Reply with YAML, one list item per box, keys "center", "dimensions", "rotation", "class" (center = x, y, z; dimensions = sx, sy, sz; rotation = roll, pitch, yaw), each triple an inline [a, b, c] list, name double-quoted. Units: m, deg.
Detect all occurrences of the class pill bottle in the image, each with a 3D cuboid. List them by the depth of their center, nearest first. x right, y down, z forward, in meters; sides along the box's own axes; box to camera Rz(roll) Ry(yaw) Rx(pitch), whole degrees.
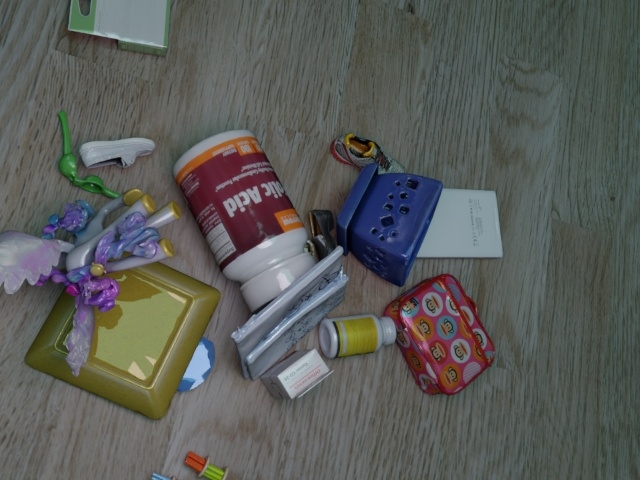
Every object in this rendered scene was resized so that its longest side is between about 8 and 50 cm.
- center: [-0.168, -0.043, 1.508]
  dimensions: [0.224, 0.224, 0.392]
  rotation: [-25, 82, -24]
  class: "pill bottle"
- center: [0.096, 0.241, 1.638]
  dimensions: [0.184, 0.103, 0.103]
  rotation: [-4, 80, -22]
  class: "pill bottle"

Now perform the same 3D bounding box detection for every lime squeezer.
- center: [-0.543, -0.160, 1.512]
  dimensions: [0.310, 0.059, 0.110]
  rotation: [47, 37, -5]
  class: "lime squeezer"

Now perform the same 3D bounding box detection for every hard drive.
- center: [0.378, -0.049, 1.845]
  dimensions: [0.308, 0.040, 0.203]
  rotation: [1, 78, -21]
  class: "hard drive"

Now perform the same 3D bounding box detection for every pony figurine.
- center: [-0.474, 0.045, 1.287]
  dimensions: [0.364, 0.351, 0.302]
  rotation: [-26, 118, 6]
  class: "pony figurine"

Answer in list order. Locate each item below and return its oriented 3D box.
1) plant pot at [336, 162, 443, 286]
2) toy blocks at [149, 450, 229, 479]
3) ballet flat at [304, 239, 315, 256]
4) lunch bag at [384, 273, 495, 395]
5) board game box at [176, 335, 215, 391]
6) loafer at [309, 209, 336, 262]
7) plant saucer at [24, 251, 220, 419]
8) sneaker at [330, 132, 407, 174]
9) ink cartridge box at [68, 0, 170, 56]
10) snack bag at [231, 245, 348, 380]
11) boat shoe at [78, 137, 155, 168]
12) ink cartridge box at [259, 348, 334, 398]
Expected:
- center: [0.166, -0.048, 1.646]
  dimensions: [0.212, 0.236, 0.236]
  rotation: [24, 71, 12]
  class: "plant pot"
- center: [-0.300, 0.536, 1.448]
  dimensions: [0.148, 0.054, 0.123]
  rotation: [32, 70, -12]
  class: "toy blocks"
- center: [-0.063, 0.102, 1.621]
  dimensions: [0.091, 0.077, 0.240]
  rotation: [11, 76, -20]
  class: "ballet flat"
- center: [0.336, 0.245, 1.731]
  dimensions: [0.258, 0.120, 0.293]
  rotation: [-31, 92, -28]
  class: "lunch bag"
- center: [-0.335, 0.273, 1.503]
  dimensions: [0.169, 0.033, 0.133]
  rotation: [30, 70, -5]
  class: "board game box"
- center: [0.000, 0.000, 1.671]
  dimensions: [0.061, 0.062, 0.170]
  rotation: [8, 65, -37]
  class: "loafer"
- center: [-0.434, 0.187, 1.437]
  dimensions: [0.333, 0.081, 0.332]
  rotation: [26, 71, -8]
  class: "plant saucer"
- center: [0.140, -0.222, 1.761]
  dimensions: [0.225, 0.093, 0.088]
  rotation: [23, 71, -16]
  class: "sneaker"
- center: [-0.499, -0.568, 1.606]
  dimensions: [0.235, 0.056, 0.171]
  rotation: [5, 77, -17]
  class: "ink cartridge box"
- center: [-0.058, 0.173, 1.464]
  dimensions: [0.323, 0.342, 0.037]
  rotation: [-39, 71, -19]
  class: "snack bag"
- center: [-0.474, -0.202, 1.514]
  dimensions: [0.184, 0.066, 0.063]
  rotation: [-10, 78, -45]
  class: "boat shoe"
- center: [-0.057, 0.314, 1.511]
  dimensions: [0.115, 0.198, 0.067]
  rotation: [-34, 92, -24]
  class: "ink cartridge box"
